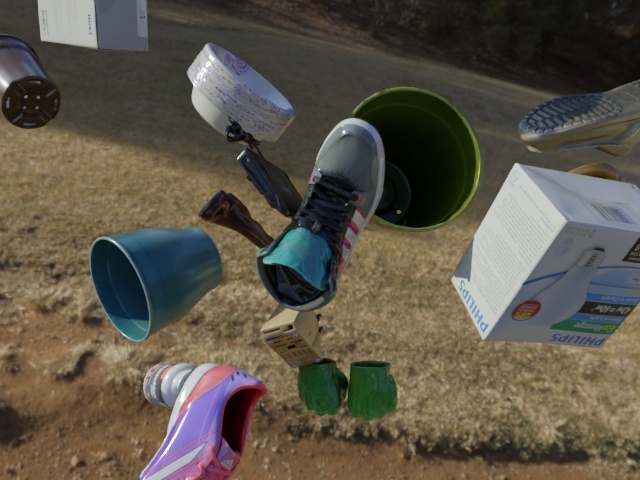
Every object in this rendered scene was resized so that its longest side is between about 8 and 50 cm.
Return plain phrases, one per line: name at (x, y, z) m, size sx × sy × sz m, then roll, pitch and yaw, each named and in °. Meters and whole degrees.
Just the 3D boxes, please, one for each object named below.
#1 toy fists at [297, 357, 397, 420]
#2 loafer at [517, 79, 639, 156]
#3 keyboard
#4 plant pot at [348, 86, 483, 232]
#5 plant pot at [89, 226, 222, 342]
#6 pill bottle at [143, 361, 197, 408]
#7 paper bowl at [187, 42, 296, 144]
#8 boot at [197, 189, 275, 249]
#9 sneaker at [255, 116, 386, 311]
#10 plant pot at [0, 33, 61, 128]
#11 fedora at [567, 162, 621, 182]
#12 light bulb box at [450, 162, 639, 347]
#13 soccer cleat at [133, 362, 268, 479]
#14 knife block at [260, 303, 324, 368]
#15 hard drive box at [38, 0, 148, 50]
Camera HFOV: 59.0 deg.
toy fists at (0.067, 0.383, 1.463) m, size 0.279 × 0.142 × 0.096 m, roll -2°, pitch 1°, yaw 24°
loafer at (0.427, -0.170, 0.851) m, size 0.268 × 0.092 × 0.102 m, roll -14°, pitch 36°, yaw -5°
keyboard at (-0.090, -0.114, 0.994) m, size 0.202 × 0.033 × 0.317 m, roll 57°, pitch 5°, yaw 5°
plant pot at (0.197, -0.172, 1.542) m, size 0.366 × 0.367 × 0.353 m, roll 12°, pitch -11°, yaw -7°
plant pot at (-0.402, 0.084, 1.449) m, size 0.271 × 0.272 × 0.255 m, roll 30°, pitch 36°, yaw 33°
pill bottle at (-0.332, 0.340, 1.322) m, size 0.108 × 0.108 × 0.180 m, roll -3°, pitch -7°, yaw -39°
paper bowl at (-0.213, -0.358, 1.449) m, size 0.284 × 0.148 × 0.284 m, roll 37°, pitch 19°, yaw -15°
boot at (-0.215, -0.015, 1.658) m, size 0.280 × 0.096 × 0.264 m, roll 45°, pitch 4°, yaw 2°
sneaker at (-0.005, -0.016, 0.787) m, size 0.123 × 0.296 × 0.178 m, roll 22°, pitch 29°, yaw 10°
plant pot at (-0.666, -0.340, 1.243) m, size 0.165 × 0.167 × 0.167 m, roll 41°, pitch 31°, yaw 28°
fedora at (0.654, -0.126, 1.429) m, size 0.194 × 0.194 × 0.079 m, roll 10°, pitch 38°, yaw -12°
light bulb box at (0.563, 0.048, 1.325) m, size 0.357 × 0.361 × 0.225 m, roll 6°, pitch 38°, yaw -18°
soccer cleat at (-0.175, 0.324, 0.777) m, size 0.116 × 0.109 × 0.318 m, roll 1°, pitch 55°, yaw 32°
knife block at (-0.068, 0.191, 1.463) m, size 0.088 × 0.276 × 0.242 m, roll -18°, pitch 53°, yaw 11°
hard drive box at (-0.389, -0.418, 0.950) m, size 0.089 × 0.181 × 0.232 m, roll -15°, pitch 27°, yaw -43°
